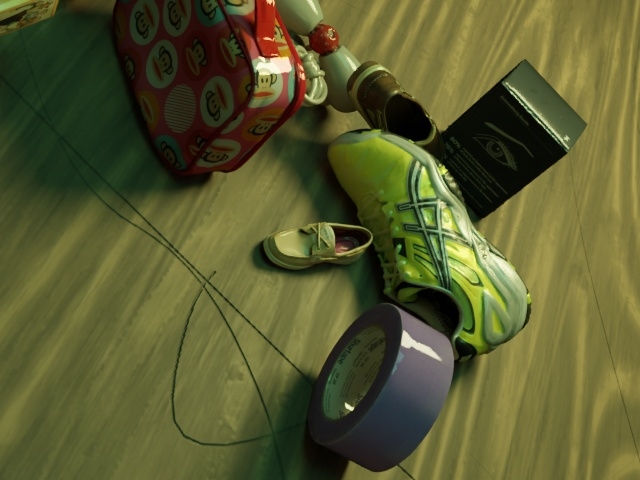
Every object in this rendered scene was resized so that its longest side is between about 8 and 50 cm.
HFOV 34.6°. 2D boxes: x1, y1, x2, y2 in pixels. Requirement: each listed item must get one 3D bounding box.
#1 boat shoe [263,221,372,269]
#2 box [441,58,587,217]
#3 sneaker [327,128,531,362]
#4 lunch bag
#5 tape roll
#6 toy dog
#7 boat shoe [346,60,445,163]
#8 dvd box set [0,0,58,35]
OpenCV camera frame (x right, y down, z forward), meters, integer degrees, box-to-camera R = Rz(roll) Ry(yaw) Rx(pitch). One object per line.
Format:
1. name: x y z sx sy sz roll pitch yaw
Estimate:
1. boat shoe: 0.000 0.000 1.403 0.170 0.059 0.063 -4 64 -42
2. box: 0.296 -0.162 1.656 0.153 0.207 0.108 47 42 -2
3. sneaker: 0.137 0.000 1.461 0.147 0.145 0.384 -34 79 -37
4. lunch bag: -0.142 -0.256 1.320 0.120 0.258 0.293 -6 65 -42
5. tape roll: 0.070 0.176 1.239 0.080 0.189 0.189 30 46 -19
6. toy dog: -0.070 -0.329 1.549 0.220 0.161 0.333 -19 89 -49
7. boat shoe: 0.130 -0.163 1.545 0.095 0.095 0.257 43 4 40
8. dvd box set: -0.539 -0.305 1.090 0.420 0.062 0.307 -31 83 -32
